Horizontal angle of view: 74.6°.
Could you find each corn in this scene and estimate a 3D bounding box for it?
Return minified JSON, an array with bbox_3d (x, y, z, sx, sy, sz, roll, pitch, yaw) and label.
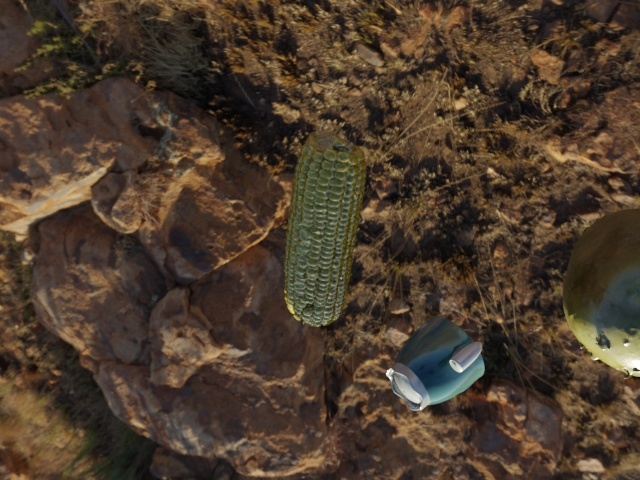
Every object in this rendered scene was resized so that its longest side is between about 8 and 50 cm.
[{"bbox_3d":[0.000,0.000,0.451,0.080,0.080,0.238,10,123,9],"label":"corn"}]

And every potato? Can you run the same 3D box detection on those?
[{"bbox_3d":[0.563,0.059,0.722,0.219,0.359,0.269,45,129,-3],"label":"potato"}]

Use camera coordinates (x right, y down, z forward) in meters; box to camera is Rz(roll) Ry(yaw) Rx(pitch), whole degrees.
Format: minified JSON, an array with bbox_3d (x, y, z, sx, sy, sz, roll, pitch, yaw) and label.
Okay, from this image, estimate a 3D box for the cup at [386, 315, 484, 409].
[{"bbox_3d":[0.246,0.285,0.947,0.168,0.173,0.300,55,158,12],"label":"cup"}]
